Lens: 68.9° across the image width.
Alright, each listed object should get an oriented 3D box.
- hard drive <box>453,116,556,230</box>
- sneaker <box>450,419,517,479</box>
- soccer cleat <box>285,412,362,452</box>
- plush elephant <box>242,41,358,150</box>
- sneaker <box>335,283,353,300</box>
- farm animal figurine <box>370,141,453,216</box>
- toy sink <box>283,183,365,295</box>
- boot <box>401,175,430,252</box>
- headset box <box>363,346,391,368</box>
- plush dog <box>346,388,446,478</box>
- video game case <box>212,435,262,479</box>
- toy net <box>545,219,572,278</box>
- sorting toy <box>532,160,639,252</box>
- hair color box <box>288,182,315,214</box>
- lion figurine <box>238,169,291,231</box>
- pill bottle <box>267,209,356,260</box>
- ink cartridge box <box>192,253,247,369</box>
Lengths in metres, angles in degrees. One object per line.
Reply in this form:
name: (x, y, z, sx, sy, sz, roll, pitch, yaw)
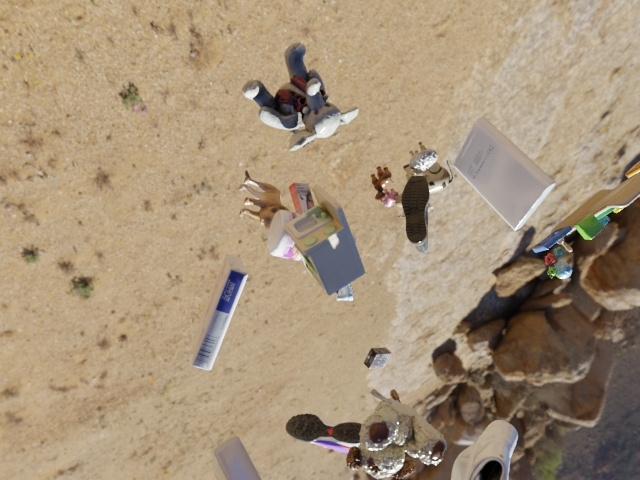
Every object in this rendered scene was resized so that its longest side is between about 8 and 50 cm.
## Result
hard drive: (0.640, -0.239, 1.666, 0.047, 0.353, 0.233, -19, 149, -25)
sneaker: (0.398, 0.613, 1.198, 0.169, 0.108, 0.293, -29, 141, -57)
soccer cleat: (0.024, 0.708, 1.682, 0.109, 0.317, 0.117, -63, 146, -50)
plush elephant: (-0.042, -0.426, 1.492, 0.271, 0.255, 0.330, -41, 128, -23)
sneaker: (0.065, 0.158, 1.829, 0.082, 0.191, 0.072, -8, 135, -15)
farm animal figurine: (0.371, -0.193, 1.831, 0.326, 0.172, 0.330, -32, 148, 27)
toy sink: (0.000, 0.000, 1.219, 0.131, 0.153, 0.234, -30, 128, -10)
boot: (0.275, -0.070, 1.320, 0.076, 0.198, 0.137, 3, 164, 20)
headset box: (0.189, 0.383, 1.523, 0.083, 0.032, 0.062, 11, 111, -40)
plush dog: (0.188, 0.574, 1.334, 0.262, 0.211, 0.226, 21, 104, -16)
video game case: (-0.046, 0.418, 0.589, 0.036, 0.329, 0.300, -26, 160, -25)
toy net: (0.942, 0.035, 1.865, 0.121, 0.233, 0.045, 1, 170, -6)
sorting toy: (0.559, -0.073, 0.881, 0.347, 0.047, 0.196, -35, 171, -14)
hair color box: (-0.086, -0.197, 2.282, 0.093, 0.168, 0.053, -2, 159, -41)
lion figurine: (-0.223, -0.163, 2.013, 0.239, 0.393, 0.142, 13, 131, -19)
pill bottle: (-0.029, -0.002, 1.711, 0.301, 0.169, 0.169, 11, 130, -21)
ink cartridge box: (-0.342, 0.214, 1.559, 0.071, 0.330, 0.325, 20, 93, -18)
